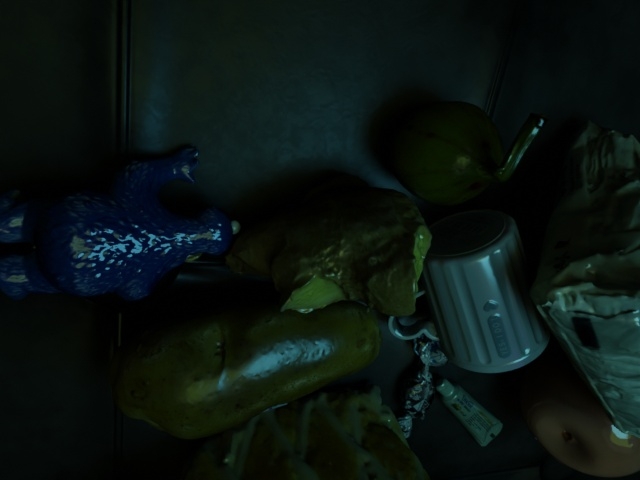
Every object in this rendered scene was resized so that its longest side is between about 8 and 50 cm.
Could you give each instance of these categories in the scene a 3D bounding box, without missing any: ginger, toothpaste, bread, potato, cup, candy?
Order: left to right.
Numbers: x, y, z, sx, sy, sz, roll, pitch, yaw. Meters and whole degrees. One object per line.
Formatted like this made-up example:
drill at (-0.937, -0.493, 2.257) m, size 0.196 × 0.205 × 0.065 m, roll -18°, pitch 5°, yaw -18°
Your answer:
potato at (-0.081, 0.160, 0.558) m, size 0.369 × 0.176 × 0.195 m, roll -8°, pitch 115°, yaw -21°
bread at (-0.004, 0.459, 0.584) m, size 0.372 × 0.390 × 0.279 m, roll -6°, pitch 117°, yaw -14°
ginger at (0.000, 0.000, 0.522) m, size 0.270 × 0.218 × 0.123 m, roll 6°, pitch 139°, yaw 13°
candy at (0.170, 0.265, 0.748) m, size 0.094 × 0.051 × 0.226 m, roll 8°, pitch 106°, yaw -10°
cup at (0.218, 0.084, 0.625) m, size 0.221 × 0.167 × 0.202 m, roll -31°, pitch 113°, yaw -14°
toothpaste at (0.293, 0.340, 0.821) m, size 0.067 × 0.037 × 0.255 m, roll -46°, pitch 120°, yaw -3°

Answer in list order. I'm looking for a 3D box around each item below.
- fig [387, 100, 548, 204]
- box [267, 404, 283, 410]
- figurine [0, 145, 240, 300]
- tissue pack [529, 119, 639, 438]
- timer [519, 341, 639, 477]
fig at (0.179, -0.103, 0.532) m, size 0.148 × 0.186 × 0.142 m, roll -44°, pitch 134°, yaw 11°
box at (-0.113, 0.248, 0.655) m, size 0.117 × 0.036 × 0.050 m, roll -16°, pitch 113°, yaw -11°
figurine at (-0.225, -0.001, 0.476) m, size 0.263 × 0.121 × 0.164 m, roll -18°, pitch 111°, yaw -13°
tissue pack at (0.459, 0.057, 0.611) m, size 0.390 × 0.195 × 0.375 m, roll 53°, pitch 46°, yaw -22°
timer at (0.496, 0.297, 0.758) m, size 0.215 × 0.230 × 0.229 m, roll -27°, pitch 118°, yaw -30°
